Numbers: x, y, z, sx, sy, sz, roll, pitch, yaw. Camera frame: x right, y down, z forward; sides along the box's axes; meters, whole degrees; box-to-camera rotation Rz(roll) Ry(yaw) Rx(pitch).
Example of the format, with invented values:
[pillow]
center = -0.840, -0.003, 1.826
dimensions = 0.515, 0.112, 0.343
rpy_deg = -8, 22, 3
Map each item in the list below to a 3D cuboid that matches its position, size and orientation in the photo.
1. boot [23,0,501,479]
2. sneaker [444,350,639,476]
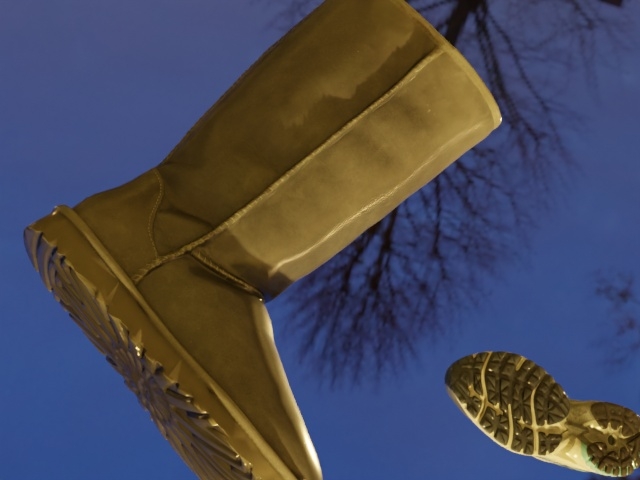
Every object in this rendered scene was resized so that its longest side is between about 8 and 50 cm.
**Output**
[boot]
center = 0.001, 0.000, 0.509
dimensions = 0.208, 0.076, 0.190
rpy_deg = -35, -95, -27
[sneaker]
center = 0.251, 0.222, 1.389
dimensions = 0.283, 0.122, 0.110
rpy_deg = 28, -113, -23
